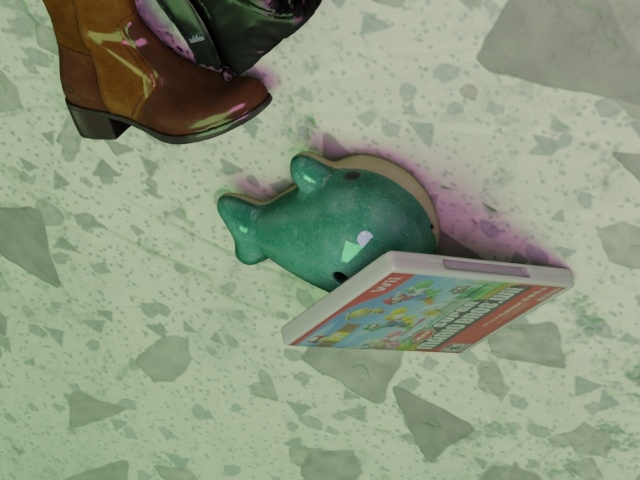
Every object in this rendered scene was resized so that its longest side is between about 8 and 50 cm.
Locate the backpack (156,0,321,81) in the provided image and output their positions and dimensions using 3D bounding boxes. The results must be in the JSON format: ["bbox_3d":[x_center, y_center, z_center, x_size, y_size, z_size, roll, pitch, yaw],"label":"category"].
[{"bbox_3d":[-0.102,-0.279,1.507,0.182,0.115,0.152,44,121,-15],"label":"backpack"}]

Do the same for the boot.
[{"bbox_3d":[-0.200,-0.253,1.618,0.264,0.096,0.280,6,124,30],"label":"boot"}]

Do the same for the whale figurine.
[{"bbox_3d":[0.000,0.000,1.690,0.272,0.141,0.216,0,130,24],"label":"whale figurine"}]

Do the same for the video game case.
[{"bbox_3d":[0.125,0.076,1.661,0.285,0.025,0.204,6,149,-38],"label":"video game case"}]
